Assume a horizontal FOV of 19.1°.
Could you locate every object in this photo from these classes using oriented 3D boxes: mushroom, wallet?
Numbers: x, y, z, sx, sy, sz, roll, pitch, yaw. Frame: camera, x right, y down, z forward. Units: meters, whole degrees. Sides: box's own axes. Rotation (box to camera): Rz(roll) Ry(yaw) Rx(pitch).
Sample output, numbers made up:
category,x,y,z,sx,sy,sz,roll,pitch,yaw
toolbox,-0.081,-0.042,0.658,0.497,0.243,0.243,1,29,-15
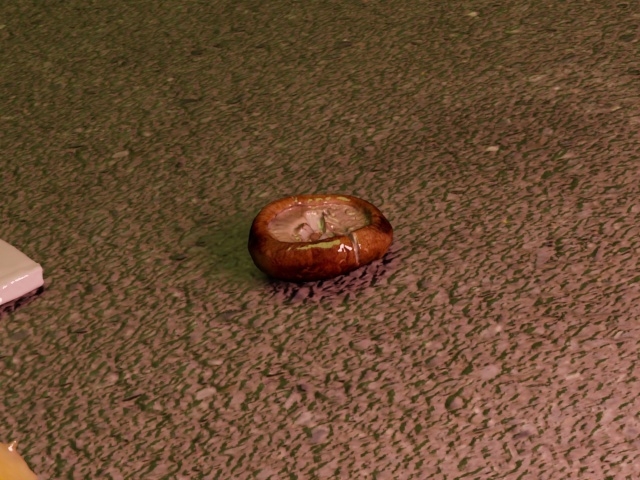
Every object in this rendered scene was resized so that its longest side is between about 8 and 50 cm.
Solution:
category,x,y,z,sx,sy,sz,roll,pitch,yaw
mushroom,0.000,0.000,1.601,0.123,0.052,0.123,-4,29,2
wallet,-0.337,0.031,1.710,0.124,0.032,0.183,-30,31,-27

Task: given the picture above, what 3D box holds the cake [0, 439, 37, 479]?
category,x,y,z,sx,sy,sz,roll,pitch,yaw
cake,-0.326,0.205,1.116,0.222,0.227,0.286,-42,19,16
